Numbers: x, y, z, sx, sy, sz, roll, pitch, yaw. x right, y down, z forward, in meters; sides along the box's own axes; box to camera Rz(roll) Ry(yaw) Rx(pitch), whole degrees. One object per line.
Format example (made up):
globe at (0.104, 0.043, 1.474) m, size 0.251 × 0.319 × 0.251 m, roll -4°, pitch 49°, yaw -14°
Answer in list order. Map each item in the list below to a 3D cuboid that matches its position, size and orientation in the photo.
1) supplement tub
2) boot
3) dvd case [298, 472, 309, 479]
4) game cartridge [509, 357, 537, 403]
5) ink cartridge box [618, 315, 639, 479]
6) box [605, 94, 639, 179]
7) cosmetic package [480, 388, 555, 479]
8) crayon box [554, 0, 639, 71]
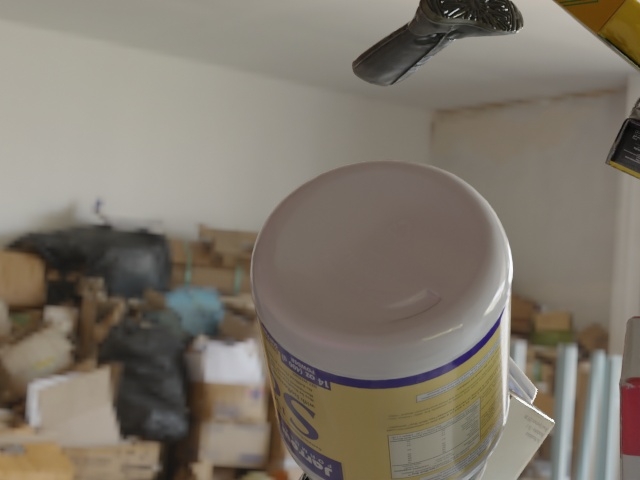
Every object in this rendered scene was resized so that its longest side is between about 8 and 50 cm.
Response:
supplement tub at (0.065, 0.110, 1.430) m, size 0.241 × 0.241 × 0.331 m, roll 3°, pitch -39°, yaw 9°
boot at (0.173, -0.293, 2.174) m, size 0.190 × 0.076 × 0.208 m, roll 6°, pitch -31°, yaw -25°
dvd case at (-0.071, 0.459, 2.149) m, size 0.018 × 0.221 × 0.164 m, roll 26°, pitch -50°, yaw -4°
game cartridge at (0.218, 0.206, 2.208) m, size 0.198 × 0.062 × 0.297 m, roll 47°, pitch 24°, yaw 16°
ink cartridge box at (0.458, 0.286, 1.544) m, size 0.279 × 0.384 × 0.160 m, roll 1°, pitch 23°, yaw 12°
box at (0.560, -0.107, 1.949) m, size 0.322 × 0.079 × 0.257 m, roll 26°, pitch 32°, yaw 9°
cosmetic package at (0.151, 0.316, 1.892) m, size 0.113 × 0.309 × 0.160 m, roll 34°, pitch 1°, yaw 36°
crayon box at (0.493, -0.344, 2.369) m, size 0.203 × 0.083 × 0.323 m, roll 33°, pitch 15°, yaw -28°
